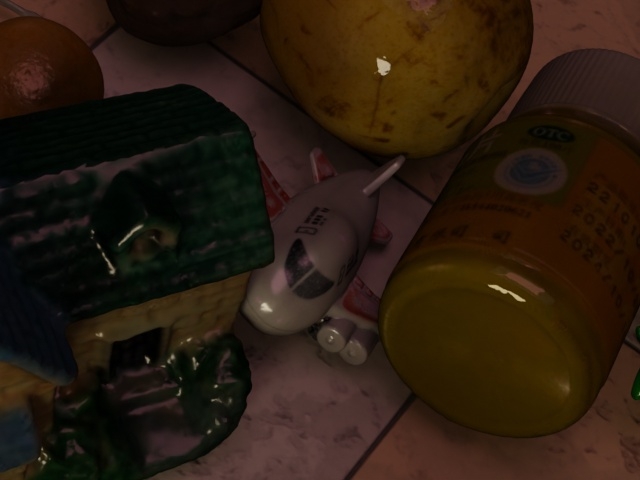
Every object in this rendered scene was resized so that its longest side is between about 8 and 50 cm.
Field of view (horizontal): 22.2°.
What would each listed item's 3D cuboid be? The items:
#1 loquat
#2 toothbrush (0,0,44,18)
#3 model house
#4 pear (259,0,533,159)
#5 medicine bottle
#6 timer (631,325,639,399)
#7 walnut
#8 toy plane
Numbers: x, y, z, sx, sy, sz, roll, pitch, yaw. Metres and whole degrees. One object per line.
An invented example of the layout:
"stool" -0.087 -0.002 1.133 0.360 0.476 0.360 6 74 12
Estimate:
"loquat" -0.288 -0.146 1.612 0.163 0.137 0.163 17 44 -18
"toothbrush" -0.396 -0.282 1.735 0.263 0.026 0.022 30 50 5
"model house" -0.244 0.031 1.390 0.382 0.342 0.334 -16 63 -23
"pear" 0.080 -0.219 1.674 0.281 0.280 0.280 7 57 -10
"medicine bottle" 0.226 -0.010 1.602 0.224 0.224 0.384 31 49 6
"timer" 0.415 0.087 1.581 0.285 0.285 0.285 7 57 -10
"walnut" -0.146 -0.310 1.721 0.224 0.224 0.224 7 57 -10
"toy plane" -0.003 0.002 1.586 0.252 0.118 0.252 23 53 -33
